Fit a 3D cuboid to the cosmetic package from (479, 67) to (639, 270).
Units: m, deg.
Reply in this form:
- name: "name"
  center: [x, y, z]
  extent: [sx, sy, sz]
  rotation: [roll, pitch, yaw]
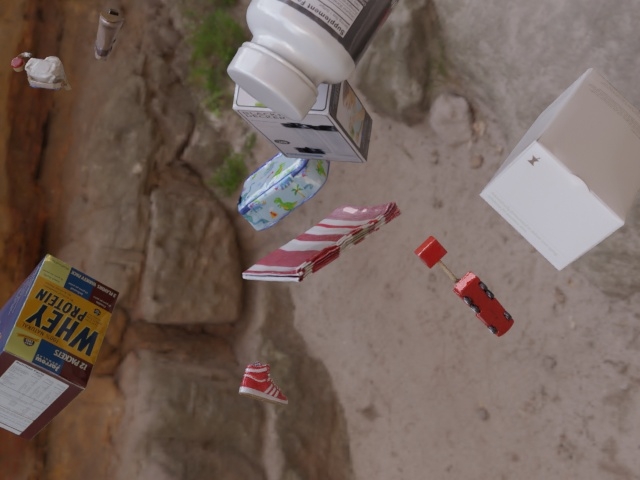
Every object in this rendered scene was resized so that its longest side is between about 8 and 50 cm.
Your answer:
- name: "cosmetic package"
  center: [0.448, -0.136, 1.509]
  extent: [0.197, 0.365, 0.155]
  rotation: [45, 133, 2]

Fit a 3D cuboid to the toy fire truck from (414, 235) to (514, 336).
- name: "toy fire truck"
  center: [0.265, 0.085, 1.589]
  extent: [0.047, 0.192, 0.135]
  rotation: [-44, 28, -1]

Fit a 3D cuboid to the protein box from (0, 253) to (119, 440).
- name: "protein box"
  center: [-0.452, 0.172, 1.384]
  extent: [0.201, 0.136, 0.199]
  rotation: [-40, 28, 36]

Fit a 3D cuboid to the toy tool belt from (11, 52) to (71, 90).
- name: "toy tool belt"
  center: [-0.418, -0.246, 1.296]
  extent: [0.051, 0.083, 0.052]
  rotation: [74, -150, -58]

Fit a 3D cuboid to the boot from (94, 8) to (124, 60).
- name: "boot"
  center: [-0.379, -0.361, 1.535]
  extent: [0.118, 0.042, 0.087]
  rotation: [-106, 35, -65]

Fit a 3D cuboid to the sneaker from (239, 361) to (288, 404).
- name: "sneaker"
  center: [-0.098, 0.264, 1.599]
  extent: [0.042, 0.118, 0.067]
  rotation: [-6, 66, 40]

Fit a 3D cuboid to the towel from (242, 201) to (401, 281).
- name: "towel"
  center: [0.000, 0.000, 1.993]
  extent: [0.237, 0.329, 0.037]
  rotation: [-2, 116, 54]

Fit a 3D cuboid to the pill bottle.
- name: "pill bottle"
  center: [0.005, -0.338, 1.239]
  extent: [0.318, 0.176, 0.176]
  rotation: [-57, 34, -5]

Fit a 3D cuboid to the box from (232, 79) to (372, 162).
- name: "box"
  center: [-0.023, -0.218, 1.492]
  extent: [0.169, 0.290, 0.087]
  rotation: [6, 81, 15]

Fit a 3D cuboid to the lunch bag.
- name: "lunch bag"
  center: [-0.083, -0.132, 1.921]
  extent: [0.219, 0.090, 0.176]
  rotation: [-34, 24, 26]
